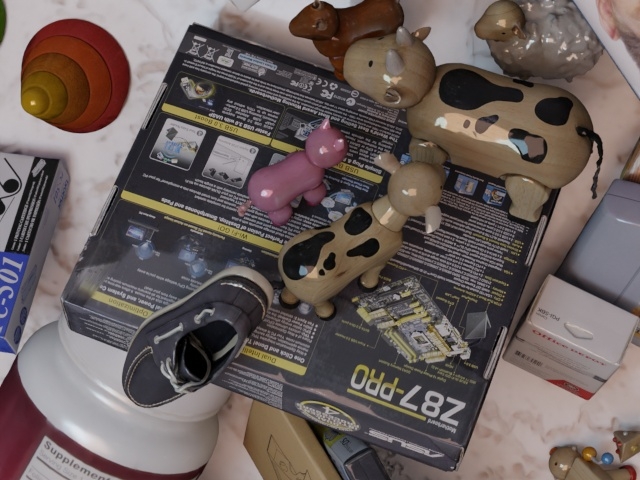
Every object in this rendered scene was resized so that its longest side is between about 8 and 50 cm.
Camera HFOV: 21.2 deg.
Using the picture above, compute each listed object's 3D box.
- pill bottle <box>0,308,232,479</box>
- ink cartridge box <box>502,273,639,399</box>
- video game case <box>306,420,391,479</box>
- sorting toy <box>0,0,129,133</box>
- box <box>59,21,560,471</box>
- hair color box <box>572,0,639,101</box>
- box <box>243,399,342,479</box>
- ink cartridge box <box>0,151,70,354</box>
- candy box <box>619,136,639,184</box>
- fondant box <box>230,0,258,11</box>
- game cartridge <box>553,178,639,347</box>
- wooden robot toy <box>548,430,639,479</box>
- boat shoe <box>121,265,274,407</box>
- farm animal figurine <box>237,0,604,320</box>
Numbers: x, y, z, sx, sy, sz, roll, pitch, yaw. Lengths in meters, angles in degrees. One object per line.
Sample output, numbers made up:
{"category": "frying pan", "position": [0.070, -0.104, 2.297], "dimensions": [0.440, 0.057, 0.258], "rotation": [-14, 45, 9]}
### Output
{"category": "pill bottle", "position": [-0.245, 0.223, 1.769], "dimensions": [0.224, 0.224, 0.392], "rotation": [33, 112, 2]}
{"category": "ink cartridge box", "position": [0.241, 0.095, 1.652], "dimensions": [0.099, 0.135, 0.056], "rotation": [26, 71, 4]}
{"category": "video game case", "position": [0.076, 0.304, 1.708], "dimensions": [0.035, 0.248, 0.274], "rotation": [-29, 100, -6]}
{"category": "sorting toy", "position": [-0.376, -0.206, 1.715], "dimensions": [0.366, 0.126, 0.127], "rotation": [26, 112, 4]}
{"category": "box", "position": [0.000, 0.000, 1.607], "dimensions": [0.395, 0.097, 0.318], "rotation": [19, 67, 6]}
{"category": "hair color box", "position": [0.282, -0.272, 1.479], "dimensions": [0.174, 0.105, 0.347], "rotation": [-35, 80, 15]}
{"category": "box", "position": [-0.016, 0.249, 1.731], "dimensions": [0.201, 0.021, 0.164], "rotation": [58, 156, 25]}
{"category": "ink cartridge box", "position": [-0.332, 0.009, 1.747], "dimensions": [0.097, 0.207, 0.046], "rotation": [8, 154, 12]}
{"category": "candy box", "position": [0.457, -0.062, 1.571], "dimensions": [0.316, 0.087, 0.183], "rotation": [26, 112, 4]}
{"category": "fondant box", "position": [-0.027, -0.410, 1.576], "dimensions": [0.330, 0.096, 0.238], "rotation": [-40, 95, 23]}
{"category": "game cartridge", "position": [0.377, 0.059, 1.597], "dimensions": [0.297, 0.062, 0.198], "rotation": [27, 152, 5]}
{"category": "wooden robot toy", "position": [0.265, 0.245, 1.746], "dimensions": [0.079, 0.076, 0.173], "rotation": [42, 118, 37]}
{"category": "boat shoe", "position": [-0.118, 0.097, 1.479], "dimensions": [0.075, 0.065, 0.206], "rotation": [38, 131, -13]}
{"category": "farm animal figurine", "position": [0.093, -0.096, 1.503], "dimensions": [0.327, 0.172, 0.330], "rotation": [3, 66, 0]}
